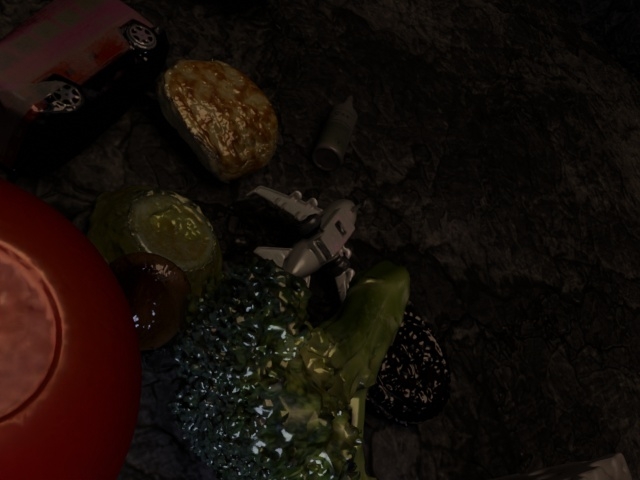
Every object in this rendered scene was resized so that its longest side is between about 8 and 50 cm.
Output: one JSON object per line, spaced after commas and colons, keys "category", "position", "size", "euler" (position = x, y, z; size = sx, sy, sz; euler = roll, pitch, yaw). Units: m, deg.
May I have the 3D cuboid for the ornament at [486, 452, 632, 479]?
{"category": "ornament", "position": [0.270, 0.423, 0.839], "size": [0.239, 0.239, 0.239], "euler": [4, 66, -51]}

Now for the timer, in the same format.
{"category": "timer", "position": [-0.336, 0.115, 0.560], "size": [0.378, 0.279, 0.378], "euler": [23, 50, -30]}

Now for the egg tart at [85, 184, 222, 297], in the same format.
{"category": "egg tart", "position": [-0.205, -0.001, 0.893], "size": [0.197, 0.078, 0.197], "euler": [24, 48, -29]}

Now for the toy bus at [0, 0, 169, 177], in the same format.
{"category": "toy bus", "position": [-0.330, -0.218, 0.899], "size": [0.147, 0.127, 0.303], "euler": [37, 44, -10]}

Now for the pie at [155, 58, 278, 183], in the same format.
{"category": "pie", "position": [-0.159, -0.189, 1.054], "size": [0.205, 0.084, 0.179], "euler": [50, 44, -3]}

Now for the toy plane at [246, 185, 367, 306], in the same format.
{"category": "toy plane", "position": [0.003, -0.001, 1.050], "size": [0.251, 0.101, 0.255], "euler": [56, 42, -12]}

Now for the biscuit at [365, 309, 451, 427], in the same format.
{"category": "biscuit", "position": [0.121, 0.191, 1.050], "size": [0.194, 0.053, 0.195], "euler": [21, 51, -28]}

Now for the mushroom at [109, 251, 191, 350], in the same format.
{"category": "mushroom", "position": [-0.212, 0.074, 0.813], "size": [0.123, 0.123, 0.052], "euler": [31, 8, -20]}

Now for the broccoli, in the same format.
{"category": "broccoli", "position": [-0.013, 0.130, 0.822], "size": [0.274, 0.353, 0.397], "euler": [13, 61, 21]}

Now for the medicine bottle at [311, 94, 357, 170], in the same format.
{"category": "medicine bottle", "position": [0.034, -0.208, 1.249], "size": [0.057, 0.057, 0.199], "euler": [36, 45, -16]}
